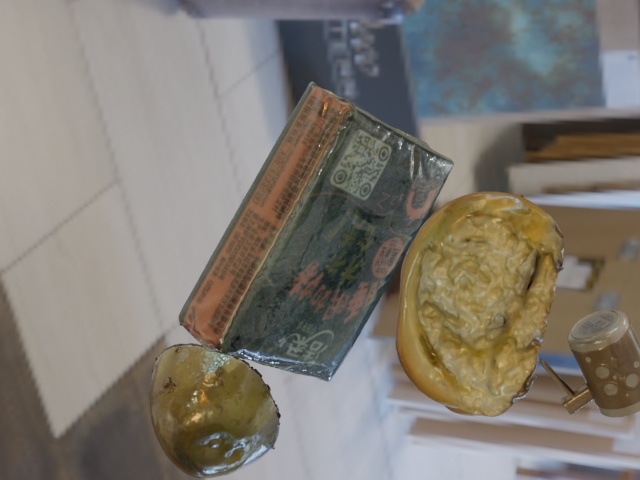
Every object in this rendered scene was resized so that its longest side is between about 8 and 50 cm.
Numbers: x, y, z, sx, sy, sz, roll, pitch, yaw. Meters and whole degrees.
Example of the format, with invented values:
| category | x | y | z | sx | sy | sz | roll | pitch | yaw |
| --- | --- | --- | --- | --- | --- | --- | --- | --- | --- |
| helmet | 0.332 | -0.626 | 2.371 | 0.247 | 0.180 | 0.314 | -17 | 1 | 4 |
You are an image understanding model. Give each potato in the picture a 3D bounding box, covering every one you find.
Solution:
| category | x | y | z | sx | sy | sz | roll | pitch | yaw |
| --- | --- | --- | --- | --- | --- | --- | --- | --- | --- |
| potato | -0.152 | 0.243 | 1.900 | 0.117 | 0.182 | 0.202 | -64 | 158 | -46 |

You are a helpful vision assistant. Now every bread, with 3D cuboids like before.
| category | x | y | z | sx | sy | sz | roll | pitch | yaw |
| --- | --- | --- | --- | --- | --- | --- | --- | --- | --- |
| bread | 0.209 | 0.085 | 2.052 | 0.270 | 0.211 | 0.315 | 43 | 64 | -87 |

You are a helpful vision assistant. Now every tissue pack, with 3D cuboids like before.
| category | x | y | z | sx | sy | sz | roll | pitch | yaw |
| --- | --- | --- | --- | --- | --- | --- | --- | --- | --- |
| tissue pack | 0.000 | 0.000 | 1.695 | 0.228 | 0.103 | 0.315 | 23 | 98 | -50 |

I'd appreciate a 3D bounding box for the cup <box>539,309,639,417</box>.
| category | x | y | z | sx | sy | sz | roll | pitch | yaw |
| --- | --- | --- | --- | --- | --- | --- | --- | --- | --- |
| cup | 0.304 | 0.133 | 1.598 | 0.099 | 0.102 | 0.074 | 63 | 37 | -17 |
